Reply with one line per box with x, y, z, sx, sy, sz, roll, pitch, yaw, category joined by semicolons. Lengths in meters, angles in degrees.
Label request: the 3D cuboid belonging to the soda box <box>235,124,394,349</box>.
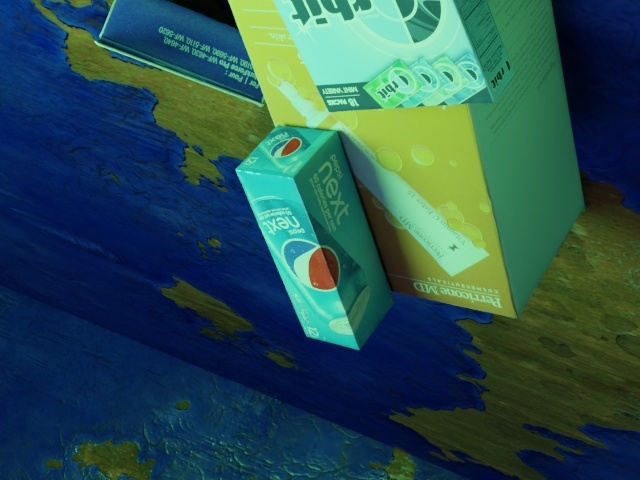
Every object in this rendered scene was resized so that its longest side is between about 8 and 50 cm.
0.000;0.000;0.965;0.067;0.071;0.210;10;137;36;soda box

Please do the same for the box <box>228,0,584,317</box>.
0.090;-0.123;0.954;0.215;0.168;0.345;11;137;34;box

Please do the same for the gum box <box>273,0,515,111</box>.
0.036;-0.180;0.751;0.157;0.041;0.184;2;131;42;gum box

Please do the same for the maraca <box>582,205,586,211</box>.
0.217;-0.057;1.192;0.186;0.099;0.127;11;-172;-34;maraca

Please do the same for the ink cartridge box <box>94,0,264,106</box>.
-0.133;-0.199;1.082;0.165;0.065;0.332;20;-173;-11;ink cartridge box
